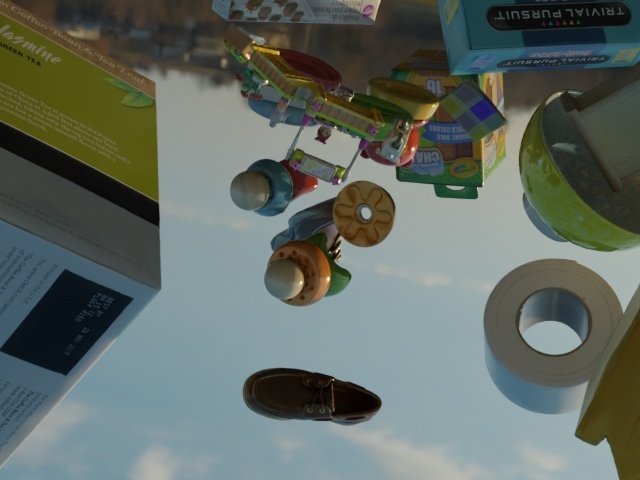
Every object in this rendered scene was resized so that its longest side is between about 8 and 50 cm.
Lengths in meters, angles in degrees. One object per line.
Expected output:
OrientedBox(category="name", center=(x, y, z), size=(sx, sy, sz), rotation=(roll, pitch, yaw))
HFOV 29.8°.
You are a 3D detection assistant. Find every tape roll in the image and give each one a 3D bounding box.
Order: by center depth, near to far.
OrientedBox(category="tape roll", center=(0.416, 0.175, 2.163), size=(0.246, 0.246, 0.169), rotation=(12, 159, 14))

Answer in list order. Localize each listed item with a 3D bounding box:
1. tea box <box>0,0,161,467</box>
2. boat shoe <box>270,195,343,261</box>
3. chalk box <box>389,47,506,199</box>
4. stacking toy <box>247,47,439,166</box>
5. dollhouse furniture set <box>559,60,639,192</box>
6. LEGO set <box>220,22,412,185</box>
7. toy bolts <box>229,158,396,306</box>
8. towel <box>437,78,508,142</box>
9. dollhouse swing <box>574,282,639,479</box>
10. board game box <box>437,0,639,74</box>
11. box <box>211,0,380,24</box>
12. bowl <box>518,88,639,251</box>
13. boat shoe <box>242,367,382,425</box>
OrientedBox(category="tea box", center=(-0.330, -0.002, 1.155), size=(0.220, 0.329, 0.323), rotation=(28, -149, -28))
OrientedBox(category="boat shoe", center=(0.000, 0.000, 2.323), size=(0.123, 0.116, 0.324), rotation=(-24, 172, -19))
OrientedBox(category="chalk box", center=(0.249, -0.208, 2.307), size=(0.180, 0.289, 0.179), rotation=(4, -157, 23))
OrientedBox(category="stacking toy", center=(0.017, -0.186, 1.892), size=(0.309, 0.130, 0.279), rotation=(17, -157, 4))
OrientedBox(category="dollhouse furniture set", center=(0.525, -0.293, 1.997), size=(0.256, 0.362, 0.394), rotation=(-29, -152, 16))
OrientedBox(category="LEGO set", center=(-0.028, -0.164, 1.549), size=(0.287, 0.107, 0.132), rotation=(30, -158, 4))
OrientedBox(category="toy bolts", center=(-0.027, -0.036, 1.789), size=(0.228, 0.218, 0.158), rotation=(54, -154, 10))
OrientedBox(category="towel", center=(0.199, -0.170, 1.580), size=(0.083, 0.060, 0.009), rotation=(46, -141, -15))
OrientedBox(category="dollhouse swing", center=(0.499, 0.156, 1.363), size=(0.347, 0.315, 0.305), rotation=(27, -173, 7))
OrientedBox(category="board game box", center=(0.265, -0.383, 1.519), size=(0.253, 0.336, 0.079), rotation=(-5, 167, -14))
OrientedBox(category="box", center=(-0.040, -0.430, 2.160), size=(0.324, 0.063, 0.067), rotation=(-5, -148, -34))
OrientedBox(category="bowl", center=(0.419, -0.085, 1.937), size=(0.289, 0.156, 0.289), rotation=(20, -133, -23))
OrientedBox(category="boat shoe", center=(-0.006, 0.185, 1.442), size=(0.178, 0.064, 0.060), rotation=(12, 162, -28))
